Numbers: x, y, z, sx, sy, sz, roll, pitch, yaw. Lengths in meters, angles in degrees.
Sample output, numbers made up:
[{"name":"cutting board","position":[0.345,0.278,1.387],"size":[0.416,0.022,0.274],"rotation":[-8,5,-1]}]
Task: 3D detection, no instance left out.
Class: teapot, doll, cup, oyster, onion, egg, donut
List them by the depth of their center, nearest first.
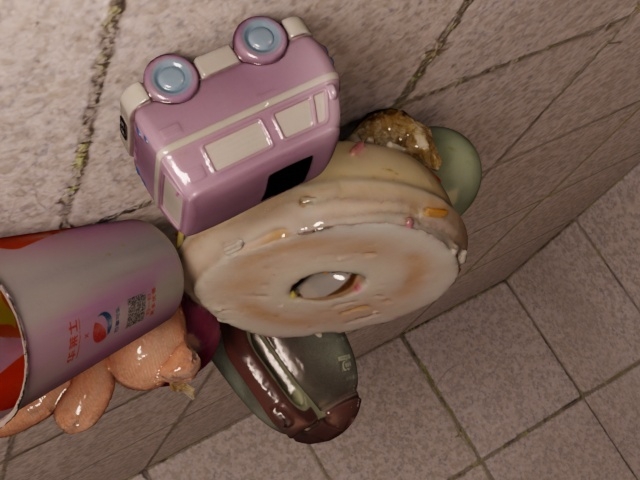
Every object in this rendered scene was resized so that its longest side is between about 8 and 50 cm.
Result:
[{"name":"cup","position":[-0.288,0.069,1.138],"size":[0.203,0.203,0.288],"rotation":[-40,170,32]},{"name":"donut","position":[0.000,0.000,1.354],"size":[0.383,0.142,0.382],"rotation":[-5,153,-2]},{"name":"doll","position":[-0.301,0.165,1.367],"size":[0.303,0.201,0.156],"rotation":[-29,146,5]},{"name":"oyster","position":[0.052,-0.109,1.437],"size":[0.233,0.107,0.161],"rotation":[-19,175,32]},{"name":"onion","position":[-0.232,0.134,1.509],"size":[0.177,0.177,0.153],"rotation":[-39,-162,27]},{"name":"egg","position":[0.158,-0.090,1.582],"size":[0.149,0.149,0.192],"rotation":[-22,172,-36]},{"name":"teapot","position":[-0.067,0.202,1.786],"size":[0.233,0.312,0.315],"rotation":[-37,166,14]}]

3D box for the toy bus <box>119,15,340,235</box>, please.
[{"name":"toy bus","position":[-0.078,-0.110,1.010],"size":[0.202,0.142,0.142],"rotation":[-27,166,-17]}]
